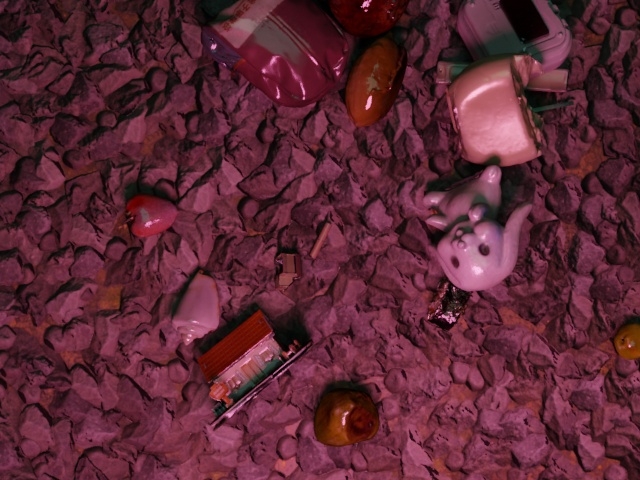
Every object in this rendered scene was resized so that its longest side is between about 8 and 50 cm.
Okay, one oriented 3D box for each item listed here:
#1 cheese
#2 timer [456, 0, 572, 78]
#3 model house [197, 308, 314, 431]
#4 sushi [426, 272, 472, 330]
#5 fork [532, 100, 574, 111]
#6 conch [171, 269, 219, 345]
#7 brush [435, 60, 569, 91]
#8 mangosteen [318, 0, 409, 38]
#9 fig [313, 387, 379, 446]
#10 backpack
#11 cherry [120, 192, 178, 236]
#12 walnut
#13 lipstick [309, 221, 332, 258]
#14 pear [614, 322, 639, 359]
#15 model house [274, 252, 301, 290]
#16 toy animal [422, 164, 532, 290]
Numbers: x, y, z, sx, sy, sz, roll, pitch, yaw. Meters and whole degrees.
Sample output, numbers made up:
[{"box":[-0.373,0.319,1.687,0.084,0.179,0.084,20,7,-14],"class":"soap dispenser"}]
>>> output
[{"box":[0.419,-0.302,1.615,0.233,0.127,0.266,-12,121,20],"class":"cheese"},{"box":[0.472,-0.519,1.677,0.236,0.087,0.262,-22,73,-3],"class":"timer"},{"box":[-0.171,0.277,1.578,0.294,0.207,0.154,-40,85,-4],"class":"model house"},{"box":[0.312,0.138,1.654,0.078,0.090,0.150,28,84,-2],"class":"sushi"},{"box":[0.519,-0.321,1.722,0.235,0.021,0.039,-10,91,-3],"class":"fork"},{"box":[-0.296,0.166,1.655,0.104,0.094,0.176,6,59,12],"class":"conch"},{"box":[0.451,-0.407,1.716,0.320,0.050,0.060,6,89,7],"class":"brush"},{"box":[0.091,-0.612,1.648,0.257,0.215,0.215,38,86,20],"class":"mangosteen"},{"box":[0.056,0.419,1.618,0.165,0.154,0.144,-33,104,27],"class":"fig"},{"box":[-0.088,-0.469,1.632,0.317,0.197,0.283,42,85,-4],"class":"backpack"},{"box":[-0.412,-0.058,1.651,0.126,0.087,0.106,14,79,-19],"class":"cherry"},{"box":[0.133,-0.389,1.662,0.137,0.137,0.245,22,95,0],"class":"walnut"},{"box":[0.000,0.000,1.690,0.019,0.019,0.094,27,86,1],"class":"lipstick"},{"box":[0.753,0.241,1.657,0.092,0.097,0.092,-5,80,31],"class":"pear"},{"box":[-0.077,0.077,1.671,0.058,0.057,0.083,5,65,-27],"class":"model house"},{"box":[0.348,-0.015,1.591,0.174,0.249,0.289,42,60,-30],"class":"toy animal"}]
